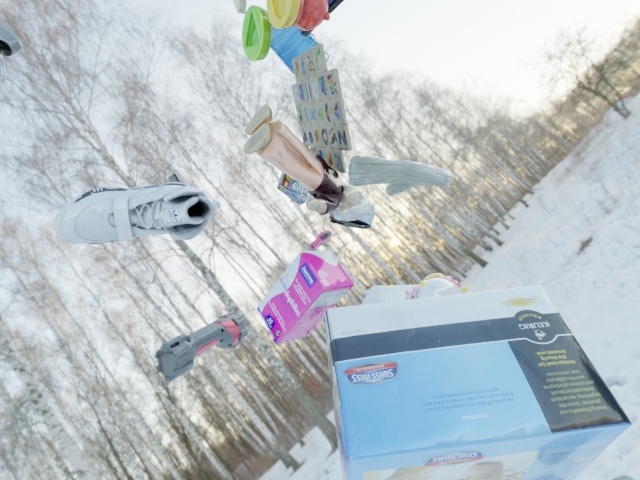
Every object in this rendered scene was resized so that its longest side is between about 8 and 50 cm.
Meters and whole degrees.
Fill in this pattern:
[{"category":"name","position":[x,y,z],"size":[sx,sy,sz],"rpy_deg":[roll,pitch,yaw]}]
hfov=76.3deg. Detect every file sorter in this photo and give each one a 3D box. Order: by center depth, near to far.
[{"category":"file sorter","position":[-0.071,-0.582,1.222],"size":[0.118,0.104,0.170],"rpy_deg":[-44,-39,10]}]

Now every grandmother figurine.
[{"category":"grandmother figurine","position":[-0.011,-0.141,0.904],"size":[0.104,0.208,0.342],"rpy_deg":[-25,-42,36]}]

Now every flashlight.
[{"category":"flashlight","position":[-0.316,0.286,1.115],"size":[0.103,0.103,0.304],"rpy_deg":[-47,-9,20]}]

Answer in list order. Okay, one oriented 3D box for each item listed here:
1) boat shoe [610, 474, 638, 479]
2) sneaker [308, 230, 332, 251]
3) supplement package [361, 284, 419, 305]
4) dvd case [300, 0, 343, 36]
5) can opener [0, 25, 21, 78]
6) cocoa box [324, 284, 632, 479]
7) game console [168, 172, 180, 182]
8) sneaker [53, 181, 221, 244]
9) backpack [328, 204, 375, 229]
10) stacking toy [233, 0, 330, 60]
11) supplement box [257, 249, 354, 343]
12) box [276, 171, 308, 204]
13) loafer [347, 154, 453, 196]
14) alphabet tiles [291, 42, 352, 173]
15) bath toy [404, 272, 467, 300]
[{"category":"boat shoe","position":[0.355,0.324,0.499],"size":[0.137,0.043,0.049],"rpy_deg":[109,-177,-47]},{"category":"sneaker","position":[0.000,0.000,1.704],"size":[0.119,0.047,0.057],"rpy_deg":[-38,-6,9]},{"category":"supplement package","position":[0.277,0.278,1.309],"size":[0.262,0.199,0.198],"rpy_deg":[1,-46,-23]},{"category":"dvd case","position":[0.007,-0.687,1.060],"size":[0.022,0.253,0.180],"rpy_deg":[11,-20,-38]},{"category":"can opener","position":[-0.678,-0.363,0.721],"size":[0.076,0.283,0.095],"rpy_deg":[104,-176,-46]},{"category":"cocoa box","position":[0.192,0.239,0.617],"size":[0.346,0.228,0.232],"rpy_deg":[-6,-48,-3]},{"category":"game console","position":[-0.469,-0.185,1.419],"size":[0.107,0.071,0.122],"rpy_deg":[5,-2,-29]},{"category":"sneaker","position":[-0.431,-0.067,1.000],"size":[0.365,0.210,0.138],"rpy_deg":[-19,-68,-41]},{"category":"backpack","position":[0.137,-0.111,1.697],"size":[0.152,0.181,0.115],"rpy_deg":[175,110,-83]},{"category":"stacking toy","position":[-0.107,-0.623,1.037],"size":[0.130,0.309,0.279],"rpy_deg":[-10,-11,-32]},{"category":"supplement box","position":[-0.040,0.135,0.979],"size":[0.113,0.111,0.220],"rpy_deg":[0,-43,-48]},{"category":"box","position":[-0.069,-0.184,1.185],"size":[0.027,0.094,0.137],"rpy_deg":[-17,48,44]},{"category":"loafer","position":[0.231,-0.186,1.225],"size":[0.112,0.319,0.112],"rpy_deg":[-15,-66,-57]},{"category":"alphabet tiles","position":[-0.006,-0.316,1.015],"size":[0.011,0.285,0.342],"rpy_deg":[-18,19,-15]},{"category":"bath toy","position":[0.266,0.143,0.927],"size":[0.348,0.128,0.152],"rpy_deg":[51,-120,-78]}]
